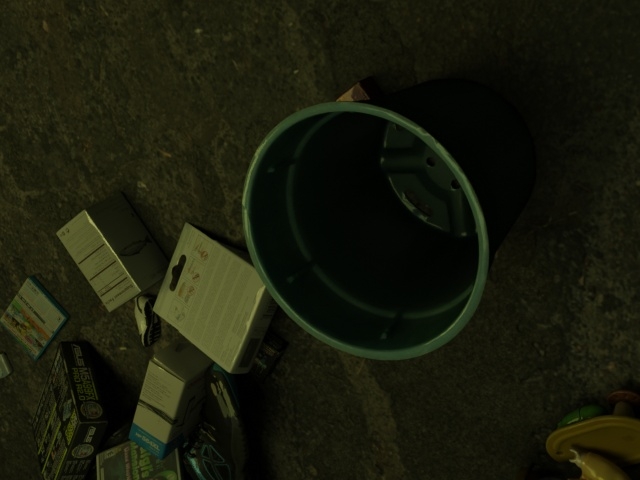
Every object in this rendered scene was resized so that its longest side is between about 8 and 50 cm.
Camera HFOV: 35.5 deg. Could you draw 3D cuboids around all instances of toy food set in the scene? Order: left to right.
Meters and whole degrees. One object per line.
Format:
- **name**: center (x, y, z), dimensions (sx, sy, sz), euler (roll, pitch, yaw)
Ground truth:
- **toy food set**: center (0.442, 0.276, 1.498), dimensions (0.128, 0.071, 0.218), euler (39, 135, -25)

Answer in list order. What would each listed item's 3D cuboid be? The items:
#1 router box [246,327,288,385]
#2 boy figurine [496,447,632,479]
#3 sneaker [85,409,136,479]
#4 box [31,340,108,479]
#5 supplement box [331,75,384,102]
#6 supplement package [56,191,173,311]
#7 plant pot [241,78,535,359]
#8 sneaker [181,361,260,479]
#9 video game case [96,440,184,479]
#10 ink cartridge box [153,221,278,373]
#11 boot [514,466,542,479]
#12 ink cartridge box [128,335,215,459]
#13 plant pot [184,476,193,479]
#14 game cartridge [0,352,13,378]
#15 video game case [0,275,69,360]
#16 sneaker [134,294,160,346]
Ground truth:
- **router box**: center (-0.129, 0.189, 1.809), dimensions (0.122, 0.038, 0.092), euler (37, 125, 11)
- **boy figurine**: center (0.407, 0.395, 1.496), dimensions (0.285, 0.092, 0.177), euler (-7, 92, 6)
- **sneaker**: center (-0.411, 0.475, 2.068), dimensions (0.130, 0.109, 0.286), euler (39, 129, -1)
- **box**: center (-0.515, 0.372, 2.036), dimensions (0.270, 0.060, 0.216), euler (-63, 38, 33)
- **supplement box**: center (0.054, -0.204, 1.525), dimensions (0.083, 0.043, 0.055), euler (-33, 92, 37)
- **supplement package**: center (-0.377, 0.021, 1.841), dimensions (0.105, 0.105, 0.179), euler (-33, 93, 36)
- **plant pot**: center (0.124, -0.065, 1.365), dimensions (0.341, 0.334, 0.341), euler (13, 117, 25)
- **sneaker**: center (-0.193, 0.373, 1.836), dimensions (0.140, 0.125, 0.340), euler (-3, 117, 1)
- **video game case**: center (-0.343, 0.452, 1.900), dimensions (0.173, 0.190, 0.022), euler (-23, 130, 4)
- **ink cartridge box**: center (-0.181, 0.098, 1.771), dimensions (0.232, 0.066, 0.189), euler (33, 106, 40)
- **boot**: center (0.441, 0.479, 1.578), dimensions (0.270, 0.089, 0.236), euler (4, 115, 26)
- **ink cartridge box**: center (-0.263, 0.283, 1.862), dimensions (0.086, 0.148, 0.203), euler (32, 124, 17)
- **plant pot**: center (-0.345, 0.585, 1.957), dimensions (0.252, 0.248, 0.247), euler (-50, 40, 6)
- **game cartridge**: center (-0.717, 0.279, 2.212), dimensions (0.083, 0.017, 0.056), euler (-14, 107, 34)
- **video game case**: center (-0.600, 0.164, 2.092), dimensions (0.119, 0.015, 0.166), euler (46, 126, 5)
- **sneaker**: center (-0.335, 0.153, 1.922), dimensions (0.044, 0.040, 0.109), euler (23, 119, 39)
